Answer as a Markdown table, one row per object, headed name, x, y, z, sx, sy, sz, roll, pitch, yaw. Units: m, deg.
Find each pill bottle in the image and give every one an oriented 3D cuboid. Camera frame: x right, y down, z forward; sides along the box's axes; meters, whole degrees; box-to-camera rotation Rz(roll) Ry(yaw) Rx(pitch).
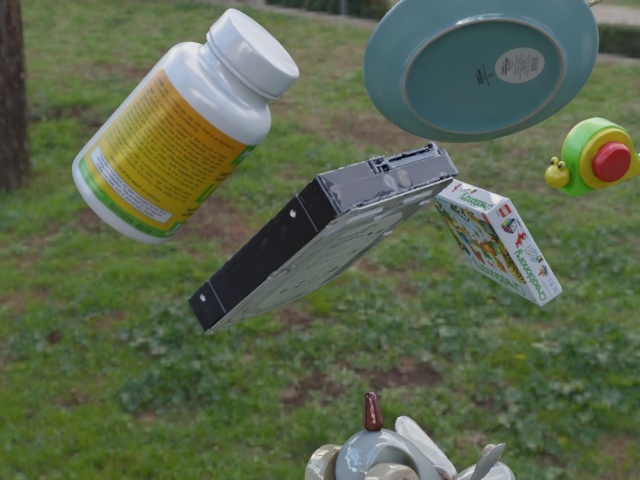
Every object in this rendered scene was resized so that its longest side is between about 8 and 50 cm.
| name | x | y | z | sx | sy | sz | roll | pitch | yaw |
| --- | --- | --- | --- | --- | --- | --- | --- | --- | --- |
| pill bottle | -0.140 | -0.123 | 1.122 | 0.136 | 0.245 | 0.136 | 40 | 19 | -17 |

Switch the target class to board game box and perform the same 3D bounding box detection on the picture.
| name | x | y | z | sx | sy | sz | roll | pitch | yaw |
| --- | --- | --- | --- | --- | --- | --- | --- | --- | --- |
| board game box | 0.300 | -0.007 | 1.860 | 0.053 | 0.193 | 0.305 | -35 | 16 | -5 |

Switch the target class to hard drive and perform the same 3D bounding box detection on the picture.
| name | x | y | z | sx | sy | sz | roll | pitch | yaw |
| --- | --- | --- | --- | --- | --- | --- | --- | --- | --- |
| hard drive | 0.000 | 0.000 | 1.380 | 0.237 | 0.064 | 0.339 | -19 | -16 | -44 |

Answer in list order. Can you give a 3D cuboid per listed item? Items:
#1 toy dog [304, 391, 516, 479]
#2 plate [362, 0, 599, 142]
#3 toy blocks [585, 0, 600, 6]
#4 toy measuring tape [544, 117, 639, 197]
| name | x | y | z | sx | sy | sz | roll | pitch | yaw |
| --- | --- | --- | --- | --- | --- | --- | --- | --- | --- |
| toy dog | 0.131 | 0.285 | 1.398 | 0.220 | 0.161 | 0.333 | 6 | -3 | 29 |
| plate | 0.127 | -0.134 | 0.828 | 0.188 | 0.188 | 0.024 | -1 | 53 | -2 |
| toy blocks | 0.235 | -0.308 | 1.148 | 0.123 | 0.148 | 0.054 | -25 | 3 | 22 |
| toy measuring tape | 0.525 | -0.172 | 1.796 | 0.330 | 0.121 | 0.121 | -22 | 27 | -15 |
